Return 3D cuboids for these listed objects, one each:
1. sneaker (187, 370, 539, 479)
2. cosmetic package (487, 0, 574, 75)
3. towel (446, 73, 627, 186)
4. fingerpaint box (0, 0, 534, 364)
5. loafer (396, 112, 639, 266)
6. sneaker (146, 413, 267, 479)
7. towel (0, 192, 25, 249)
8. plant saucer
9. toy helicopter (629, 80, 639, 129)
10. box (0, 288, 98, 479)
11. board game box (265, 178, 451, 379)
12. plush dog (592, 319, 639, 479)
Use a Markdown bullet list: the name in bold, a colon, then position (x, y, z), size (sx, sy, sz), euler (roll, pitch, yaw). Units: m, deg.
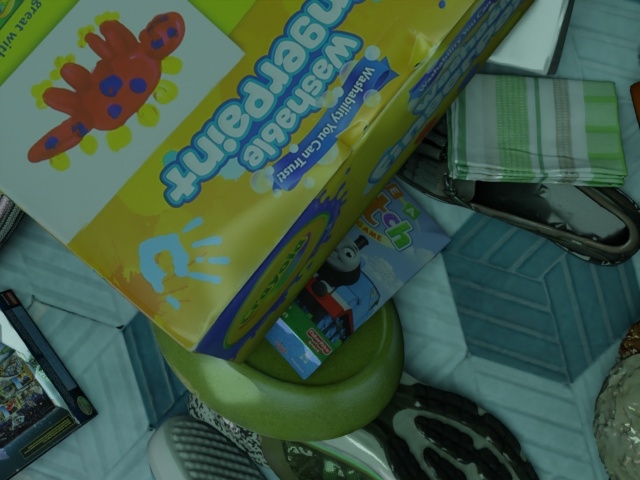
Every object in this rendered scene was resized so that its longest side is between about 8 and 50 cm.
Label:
- **sneaker**: position (0.041, 0.212, 1.142), size (0.410, 0.158, 0.182), euler (40, 135, 4)
- **cosmetic package**: position (0.099, -0.205, 1.061), size (0.231, 0.117, 0.085), euler (16, 101, 12)
- **towel**: position (0.185, -0.100, 1.054), size (0.152, 0.023, 0.113), euler (2, 61, -1)
- **fingerpaint box**: position (-0.075, -0.192, 0.937), size (0.371, 0.163, 0.445), euler (38, 88, 13)
- **loafer**: position (0.164, -0.059, 1.077), size (0.267, 0.084, 0.096), euler (25, 96, 8)
- **sneaker**: position (-0.083, 0.348, 1.166), size (0.150, 0.135, 0.366), euler (-35, 84, 19)
- **towel**: position (-0.380, -0.150, 1.147), size (0.324, 0.056, 0.312), euler (49, 131, 7)
- **plant saucer**: position (-0.029, 0.061, 1.069), size (0.241, 0.241, 0.037), euler (38, 136, 6)
- **toy helicopter**: position (0.291, -0.216, 0.952), size (0.140, 0.235, 0.355), euler (-15, 93, 15)
- **box**: position (-0.366, 0.181, 1.255), size (0.233, 0.044, 0.159), euler (-36, 88, 15)
- **board game box**: position (0.000, 0.000, 1.069), size (0.160, 0.211, 0.039), euler (47, 137, 4)
- **plush dog**: position (0.336, 0.174, 1.031), size (0.225, 0.210, 0.262), euler (14, 99, 38)
